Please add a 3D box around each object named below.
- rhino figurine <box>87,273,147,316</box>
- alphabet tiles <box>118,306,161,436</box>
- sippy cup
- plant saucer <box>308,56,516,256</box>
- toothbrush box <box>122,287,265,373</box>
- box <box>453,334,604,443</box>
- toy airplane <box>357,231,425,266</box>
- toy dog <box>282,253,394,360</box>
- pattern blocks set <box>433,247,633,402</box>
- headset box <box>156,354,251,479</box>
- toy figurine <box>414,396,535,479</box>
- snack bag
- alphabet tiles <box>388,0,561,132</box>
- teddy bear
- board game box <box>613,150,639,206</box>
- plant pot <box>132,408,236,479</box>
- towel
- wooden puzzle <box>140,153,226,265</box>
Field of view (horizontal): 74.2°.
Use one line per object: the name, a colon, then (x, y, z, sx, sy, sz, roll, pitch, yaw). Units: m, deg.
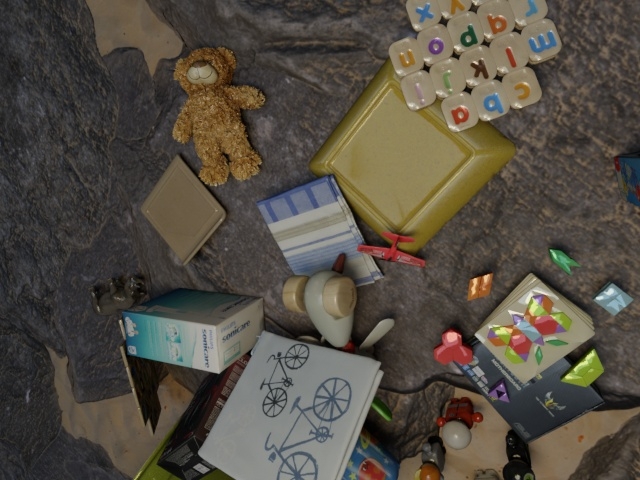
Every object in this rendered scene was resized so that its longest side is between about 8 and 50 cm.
rhino figurine: (-0.629, 0.167, 1.321, 0.244, 0.073, 0.106, -21, 88, 25)
alphabet tiles: (-0.519, 0.371, 1.228, 0.011, 0.285, 0.342, -14, 97, -12)
sippy cup: (0.043, 0.504, 0.944, 0.224, 0.240, 0.305, 32, 130, 8)
plant saucer: (0.164, -0.171, 0.893, 0.333, 0.081, 0.332, 44, 115, 9)
toothbrush box: (-0.326, 0.225, 1.120, 0.296, 0.216, 0.126, 2, 101, 22)
box: (0.423, 0.279, 0.885, 0.183, 0.059, 0.232, -44, 82, 24)
toy airplane: (0.152, 0.018, 0.896, 0.151, 0.151, 0.028, 7, 68, 23)
toy dog: (0.053, 0.164, 0.965, 0.220, 0.161, 0.333, 18, 142, 24)
pattern blocks set: (0.407, 0.175, 0.825, 0.286, 0.026, 0.324, 31, 108, 14)
headset box: (-0.269, 0.442, 1.107, 0.110, 0.293, 0.218, 39, 124, -11)
toy figurine: (0.331, 0.482, 0.920, 0.213, 0.148, 0.209, 30, 111, 15)
snack bag: (-0.073, 0.364, 0.885, 0.343, 0.323, 0.037, 5, 145, 37)
alphabet tiles: (0.280, -0.355, 0.788, 0.284, 0.021, 0.277, -20, 85, 11)
teddy bear: (-0.257, -0.300, 1.035, 0.245, 0.113, 0.337, 9, 105, 20)
board game box: (0.621, -0.112, 0.579, 0.309, 0.302, 0.086, -11, 96, 26)
plant pot: (-0.351, 0.739, 1.196, 0.353, 0.366, 0.366, 35, 113, 0)
towel: (0.000, 0.000, 0.982, 0.209, 0.034, 0.284, -18, 112, 26)
wooden puzzle: (-0.382, -0.083, 1.178, 0.221, 0.044, 0.238, -44, 77, 25)
